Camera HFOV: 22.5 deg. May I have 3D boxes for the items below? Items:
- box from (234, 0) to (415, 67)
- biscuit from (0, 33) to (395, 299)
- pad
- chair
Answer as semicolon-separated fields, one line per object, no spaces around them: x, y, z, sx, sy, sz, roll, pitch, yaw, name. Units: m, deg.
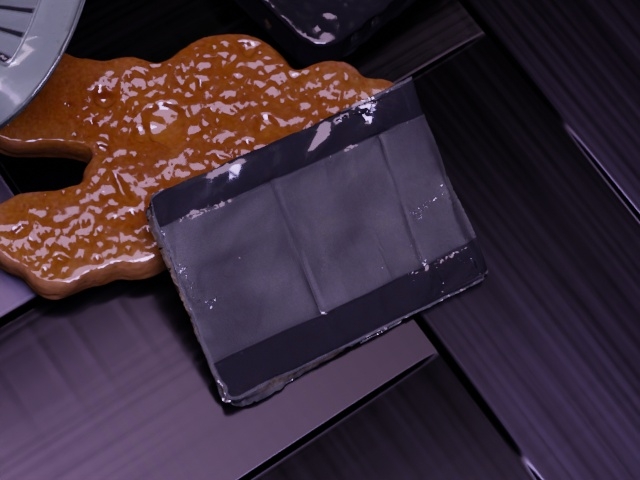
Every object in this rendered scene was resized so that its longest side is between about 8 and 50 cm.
-0.046;-0.318;1.340;0.211;0.058;0.350;-40;77;-20;box
-0.092;-0.062;1.235;0.333;0.047;0.202;-8;70;-7;biscuit
0.000;0.000;1.189;0.233;0.022;0.174;-27;104;-16;pad
-0.316;-0.160;1.174;0.274;0.190;0.203;16;65;-7;chair
